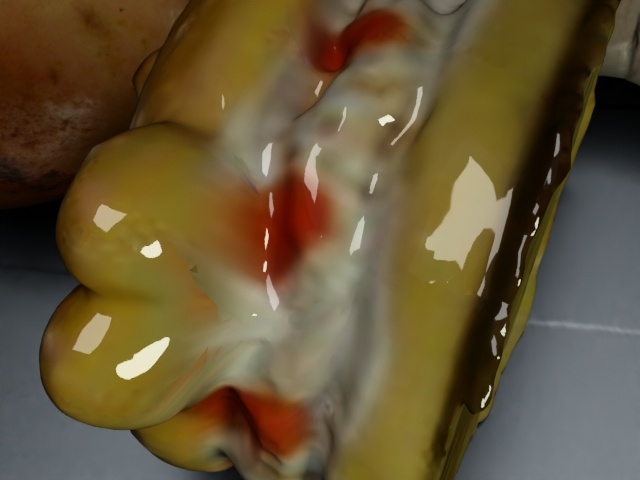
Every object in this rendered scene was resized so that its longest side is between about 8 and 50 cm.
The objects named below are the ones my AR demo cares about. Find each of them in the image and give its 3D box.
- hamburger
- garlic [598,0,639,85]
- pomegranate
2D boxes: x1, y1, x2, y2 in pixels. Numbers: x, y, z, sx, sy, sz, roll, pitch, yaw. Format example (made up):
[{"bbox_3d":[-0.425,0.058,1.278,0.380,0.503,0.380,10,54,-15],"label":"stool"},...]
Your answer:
[{"bbox_3d":[0.000,0.000,0.741,0.186,0.261,0.303,17,32,6],"label":"hamburger"},{"bbox_3d":[0.181,-0.201,0.854,0.207,0.207,0.257,9,111,6],"label":"garlic"},{"bbox_3d":[-0.152,-0.118,0.837,0.209,0.209,0.209,-1,73,3],"label":"pomegranate"}]
